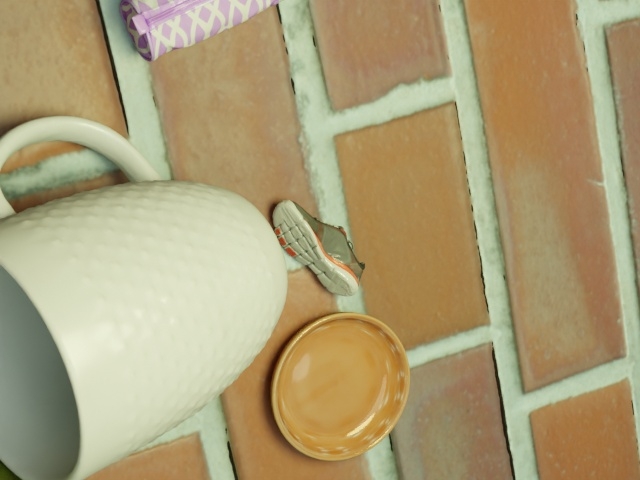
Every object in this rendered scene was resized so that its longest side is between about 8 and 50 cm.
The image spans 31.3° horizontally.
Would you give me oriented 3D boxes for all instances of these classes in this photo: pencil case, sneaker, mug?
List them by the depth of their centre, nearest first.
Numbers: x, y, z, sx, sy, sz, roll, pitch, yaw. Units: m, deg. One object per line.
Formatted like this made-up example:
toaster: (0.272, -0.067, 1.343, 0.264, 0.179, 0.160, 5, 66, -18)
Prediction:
mug: (-0.231, 0.032, 1.245, 0.328, 0.276, 0.374, -26, 82, -40)
pencil case: (-0.130, -0.281, 1.326, 0.206, 0.088, 0.086, -31, 108, -16)
sneaker: (0.000, 0.000, 1.461, 0.158, 0.061, 0.065, 51, 50, -23)

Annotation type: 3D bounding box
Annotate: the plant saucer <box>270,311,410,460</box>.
plant saucer: (0.023, 0.190, 1.504, 0.199, 0.037, 0.200, -5, 101, -23)

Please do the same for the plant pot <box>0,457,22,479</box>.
plant pot: (-0.398, 0.382, 1.169, 0.366, 0.353, 0.367, -4, 100, -23)
